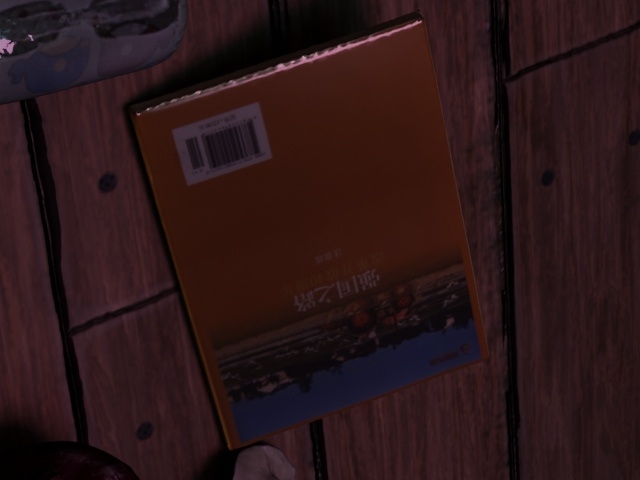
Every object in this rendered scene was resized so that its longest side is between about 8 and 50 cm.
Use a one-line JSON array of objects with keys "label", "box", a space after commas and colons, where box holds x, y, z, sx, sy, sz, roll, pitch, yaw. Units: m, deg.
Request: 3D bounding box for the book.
[{"label": "book", "box": [0.000, 0.000, 1.705, 0.262, 0.028, 0.374, -19, 125, -9]}]

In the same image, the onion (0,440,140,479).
[{"label": "onion", "box": [-0.253, 0.277, 1.555, 0.281, 0.221, 0.281, -48, 162, -22]}]

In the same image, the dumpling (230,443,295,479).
[{"label": "dumpling", "box": [-0.052, 0.273, 1.811, 0.176, 0.092, 0.150, 38, 71, -41]}]

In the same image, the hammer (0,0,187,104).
[{"label": "hammer", "box": [-0.208, -0.273, 1.413, 0.206, 0.119, 0.335, -18, 114, -34]}]
